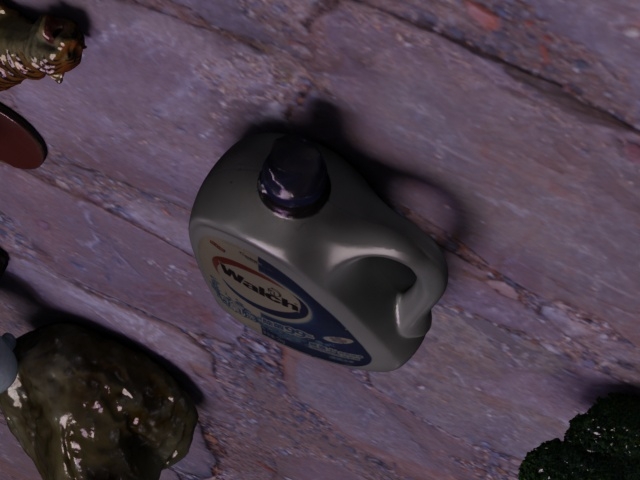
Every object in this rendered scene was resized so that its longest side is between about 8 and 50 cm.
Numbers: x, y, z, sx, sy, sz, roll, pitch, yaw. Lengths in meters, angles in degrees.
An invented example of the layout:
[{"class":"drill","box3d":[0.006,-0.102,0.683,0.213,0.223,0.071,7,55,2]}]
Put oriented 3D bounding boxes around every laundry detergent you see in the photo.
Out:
[{"class":"laundry detergent","box3d":[0.000,0.000,1.505,0.215,0.105,0.280,24,158,9]}]

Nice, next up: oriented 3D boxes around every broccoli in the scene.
[{"class":"broccoli","box3d":[0.266,0.219,1.658,0.195,0.156,0.195,7,116,14]}]

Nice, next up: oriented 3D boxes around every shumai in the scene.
[{"class":"shumai","box3d":[-0.294,0.227,2.212,0.260,0.222,0.225,32,149,5]}]

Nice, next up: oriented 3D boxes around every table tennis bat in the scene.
[{"class":"table tennis bat","box3d":[-0.360,-0.123,1.762,0.234,0.022,0.131,22,159,9]}]

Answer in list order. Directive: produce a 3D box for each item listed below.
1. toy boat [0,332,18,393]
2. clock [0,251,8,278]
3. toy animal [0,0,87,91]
[{"class":"toy boat","box3d":[-0.427,0.096,2.163,0.207,0.079,0.134,35,152,11]},{"class":"clock","box3d":[-0.513,-0.019,2.146,0.279,0.049,0.273,36,158,-21]},{"class":"toy animal","box3d":[-0.271,-0.154,1.529,0.099,0.057,0.241,36,157,-24]}]
